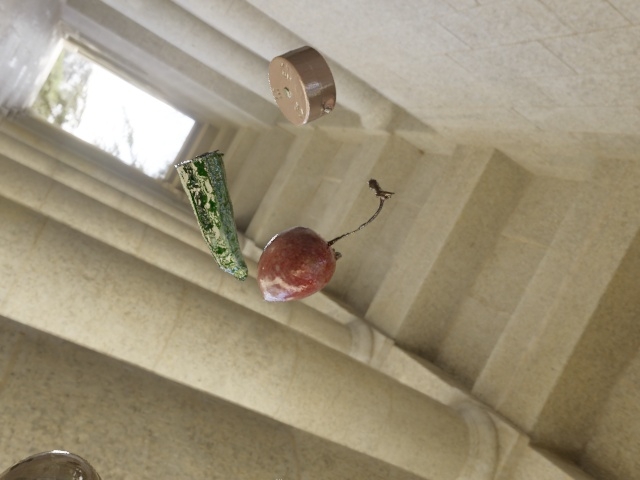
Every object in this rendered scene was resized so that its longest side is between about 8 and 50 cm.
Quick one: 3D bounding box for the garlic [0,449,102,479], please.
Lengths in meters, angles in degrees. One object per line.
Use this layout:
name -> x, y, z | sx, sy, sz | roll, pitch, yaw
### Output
garlic -> -0.336, 0.352, 0.729 | 0.228, 0.152, 0.227 | -168, -90, -80

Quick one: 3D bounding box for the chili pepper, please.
chili pepper -> -0.166, -0.035, 1.073 | 0.088, 0.227, 0.059 | -15, -167, 18

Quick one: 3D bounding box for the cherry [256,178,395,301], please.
cherry -> 0.000, 0.000, 0.877 | 0.225, 0.090, 0.107 | -43, -156, -2

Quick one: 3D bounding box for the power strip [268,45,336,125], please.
power strip -> -0.037, -0.316, 1.317 | 0.078, 0.154, 0.154 | -27, -168, -24

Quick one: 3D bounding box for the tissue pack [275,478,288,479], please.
tissue pack -> -0.039, 0.609, 1.132 | 0.071, 0.325, 0.170 | -23, -169, 48
